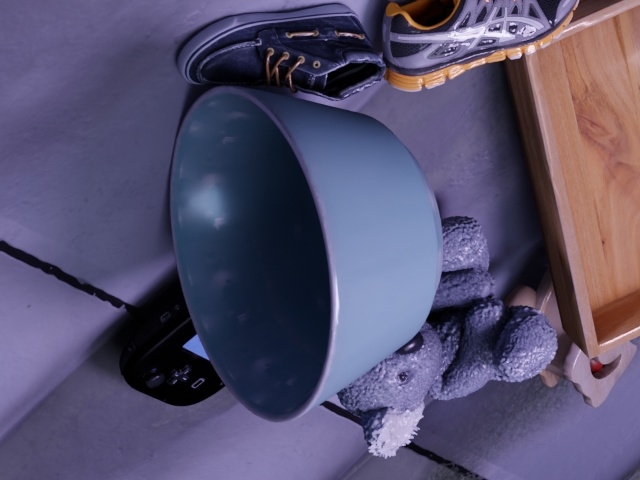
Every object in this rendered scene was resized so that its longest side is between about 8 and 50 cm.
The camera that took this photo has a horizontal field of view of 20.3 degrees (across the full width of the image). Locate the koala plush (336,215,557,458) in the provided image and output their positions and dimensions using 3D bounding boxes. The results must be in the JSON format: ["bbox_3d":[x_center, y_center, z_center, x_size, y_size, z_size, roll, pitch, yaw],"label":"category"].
[{"bbox_3d":[0.101,0.121,1.931,0.221,0.196,0.203,-32,170,-24],"label":"koala plush"}]

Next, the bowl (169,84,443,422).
[{"bbox_3d":[0.000,0.000,1.652,0.163,0.311,0.311,-11,138,-28],"label":"bowl"}]

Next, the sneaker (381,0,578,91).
[{"bbox_3d":[0.154,-0.217,1.707,0.215,0.084,0.083,-26,129,-13],"label":"sneaker"}]

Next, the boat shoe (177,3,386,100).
[{"bbox_3d":[-0.033,-0.163,1.631,0.183,0.083,0.065,-16,139,-20],"label":"boat shoe"}]

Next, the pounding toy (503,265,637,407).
[{"bbox_3d":[0.278,0.079,2.123,0.154,0.155,0.269,-61,152,-9],"label":"pounding toy"}]

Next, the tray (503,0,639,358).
[{"bbox_3d":[0.323,-0.086,1.888,0.203,0.076,0.411,-24,125,-10],"label":"tray"}]

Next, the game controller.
[{"bbox_3d":[-0.061,0.060,1.869,0.319,0.067,0.166,-39,142,10],"label":"game controller"}]
